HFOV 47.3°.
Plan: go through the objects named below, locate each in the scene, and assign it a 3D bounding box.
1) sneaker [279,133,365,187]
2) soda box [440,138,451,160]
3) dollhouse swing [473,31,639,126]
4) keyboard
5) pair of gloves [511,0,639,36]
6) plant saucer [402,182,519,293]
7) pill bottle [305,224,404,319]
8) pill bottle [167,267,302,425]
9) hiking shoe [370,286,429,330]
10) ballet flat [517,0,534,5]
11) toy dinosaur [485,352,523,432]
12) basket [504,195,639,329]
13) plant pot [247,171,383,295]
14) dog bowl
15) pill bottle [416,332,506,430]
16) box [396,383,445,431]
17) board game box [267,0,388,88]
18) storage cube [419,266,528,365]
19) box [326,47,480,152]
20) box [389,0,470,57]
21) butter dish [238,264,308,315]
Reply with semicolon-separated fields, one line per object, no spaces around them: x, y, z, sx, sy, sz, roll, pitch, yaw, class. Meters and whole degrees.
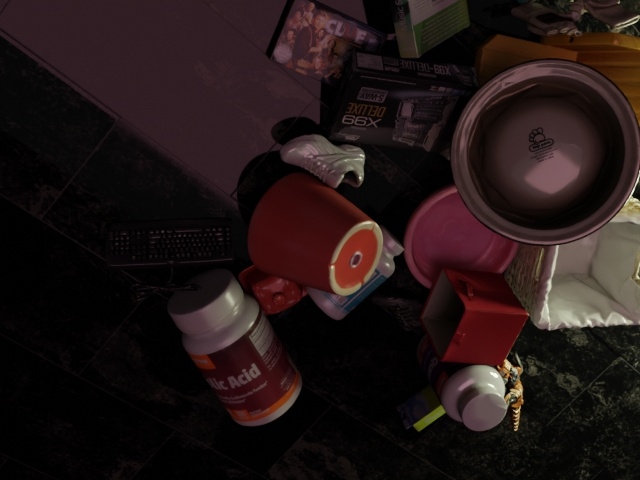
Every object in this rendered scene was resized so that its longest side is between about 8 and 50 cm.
0.013;-0.186;1.787;0.232;0.115;0.090;7;146;-23;sneaker
0.451;-0.212;1.919;0.286;0.091;0.098;22;107;-20;soda box
0.571;-0.326;1.740;0.305;0.315;0.347;2;100;-40;dollhouse swing
-0.376;0.045;1.841;0.317;0.033;0.201;-3;78;-10;keyboard
0.602;-0.546;1.734;0.240;0.204;0.042;-14;130;-5;pair of gloves
0.380;-0.015;2.001;0.332;0.084;0.332;-4;116;-9;plant saucer
0.096;0.079;1.949;0.264;0.146;0.146;-42;116;9;pill bottle
-0.226;0.281;1.932;0.224;0.224;0.392;-27;117;1;pill bottle
0.238;0.205;2.071;0.227;0.086;0.114;14;108;-18;hiking shoe
0.484;-0.671;1.737;0.068;0.072;0.213;-33;121;-27;ballet flat
0.548;0.466;2.232;0.218;0.164;0.322;-34;96;-13;toy dinosaur
0.707;0.036;1.991;0.331;0.266;0.328;-1;115;-12;basket
0.000;0.000;1.780;0.275;0.243;0.275;-30;133;-37;plant pot
0.501;-0.197;1.661;0.408;0.150;0.408;1;97;10;dog bowl
0.399;0.383;2.055;0.181;0.323;0.181;-4;115;-10;pill bottle
0.326;0.497;2.213;0.178;0.109;0.042;-37;118;7;box
0.017;-0.463;1.739;0.243;0.042;0.165;19;109;-19;board game box
0.408;0.203;1.962;0.193;0.184;0.215;7;122;-19;storage cube
0.191;-0.328;1.756;0.307;0.076;0.242;5;146;-15;box
0.233;-0.603;1.642;0.232;0.058;0.322;-37;123;-37;box
-0.116;0.133;1.946;0.160;0.118;0.160;-27;116;2;butter dish
